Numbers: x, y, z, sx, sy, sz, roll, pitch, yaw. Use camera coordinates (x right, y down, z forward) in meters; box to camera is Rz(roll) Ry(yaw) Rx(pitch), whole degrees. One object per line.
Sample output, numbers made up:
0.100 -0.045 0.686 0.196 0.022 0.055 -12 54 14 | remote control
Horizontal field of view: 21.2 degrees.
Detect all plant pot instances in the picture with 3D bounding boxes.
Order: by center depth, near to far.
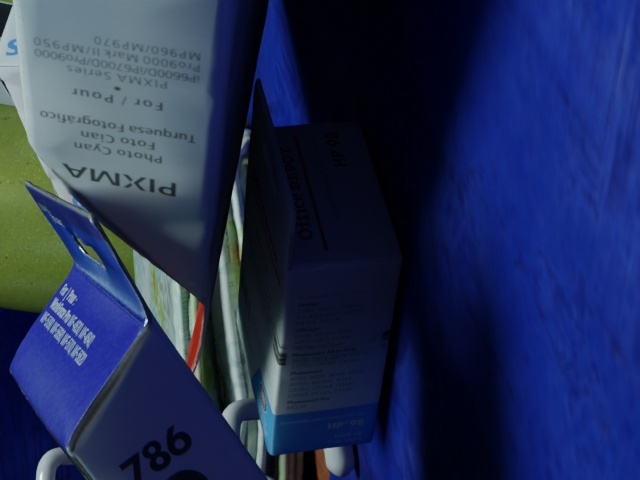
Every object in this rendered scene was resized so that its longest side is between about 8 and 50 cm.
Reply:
-0.258 -0.046 1.568 0.275 0.293 0.275 174 90 -79 | plant pot

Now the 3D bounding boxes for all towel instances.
-0.083 0.067 1.286 0.374 0.090 0.321 -154 61 -77 | towel

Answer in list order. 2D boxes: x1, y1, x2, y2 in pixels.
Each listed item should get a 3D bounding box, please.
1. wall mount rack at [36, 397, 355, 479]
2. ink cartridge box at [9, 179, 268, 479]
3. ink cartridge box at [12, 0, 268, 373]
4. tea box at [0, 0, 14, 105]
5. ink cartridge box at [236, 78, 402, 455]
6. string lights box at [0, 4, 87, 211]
-0.070 0.259 1.014 0.350 0.130 0.304 -19 71 47 | wall mount rack
-0.047 0.130 0.751 0.333 0.065 0.165 58 169 -15 | ink cartridge box
-0.068 -0.137 0.828 0.385 0.091 0.308 104 176 -58 | ink cartridge box
-0.305 -0.306 1.359 0.323 0.329 0.220 -58 34 39 | tea box
-0.002 0.013 0.878 0.180 0.060 0.104 97 164 -45 | ink cartridge box
-0.100 -0.153 0.965 0.133 0.076 0.260 74 -158 -54 | string lights box
